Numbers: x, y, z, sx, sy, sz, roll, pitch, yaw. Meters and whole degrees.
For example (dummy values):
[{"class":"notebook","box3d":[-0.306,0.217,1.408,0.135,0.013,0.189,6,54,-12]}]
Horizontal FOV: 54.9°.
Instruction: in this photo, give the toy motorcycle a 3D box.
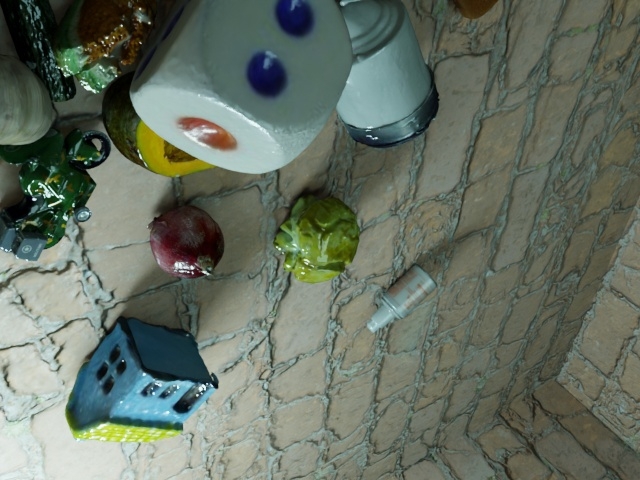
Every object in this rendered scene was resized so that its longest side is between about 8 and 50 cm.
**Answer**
[{"class":"toy motorcycle","box3d":[-0.491,-0.086,1.073,0.187,0.125,0.275,11,116,-54]}]

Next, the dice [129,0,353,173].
[{"class":"dice","box3d":[-0.124,-0.266,0.947,0.243,0.259,0.251,30,72,-26]}]

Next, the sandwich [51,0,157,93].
[{"class":"sandwich","box3d":[-0.317,-0.321,0.949,0.159,0.185,0.109,-18,138,14]}]

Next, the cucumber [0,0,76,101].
[{"class":"cucumber","box3d":[-0.439,-0.332,0.940,0.074,0.074,0.241,-23,135,-23]}]

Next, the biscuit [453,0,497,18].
[{"class":"biscuit","box3d":[0.363,-0.610,1.389,0.186,0.036,0.192,-50,139,3]}]

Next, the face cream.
[{"class":"face cream","box3d":[0.243,0.191,1.924,0.251,0.101,0.101,-43,140,-1]}]

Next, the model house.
[{"class":"model house","box3d":[-0.429,0.352,1.435,0.303,0.215,0.237,-48,140,13]}]

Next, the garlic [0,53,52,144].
[{"class":"garlic","box3d":[-0.501,-0.245,0.886,0.218,0.218,0.212,0,99,-39]}]

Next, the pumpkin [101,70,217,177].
[{"class":"pumpkin","box3d":[-0.233,-0.249,1.136,0.317,0.139,0.222,-15,135,-26]}]

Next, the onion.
[{"class":"onion","box3d":[-0.266,0.016,1.286,0.159,0.195,0.160,-19,125,-30]}]

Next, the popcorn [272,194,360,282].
[{"class":"popcorn","box3d":[0.000,0.000,1.505,0.204,0.183,0.221,0,123,-46]}]

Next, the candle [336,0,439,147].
[{"class":"candle","box3d":[0.102,-0.361,1.254,0.221,0.221,0.342,-40,136,-4]}]
